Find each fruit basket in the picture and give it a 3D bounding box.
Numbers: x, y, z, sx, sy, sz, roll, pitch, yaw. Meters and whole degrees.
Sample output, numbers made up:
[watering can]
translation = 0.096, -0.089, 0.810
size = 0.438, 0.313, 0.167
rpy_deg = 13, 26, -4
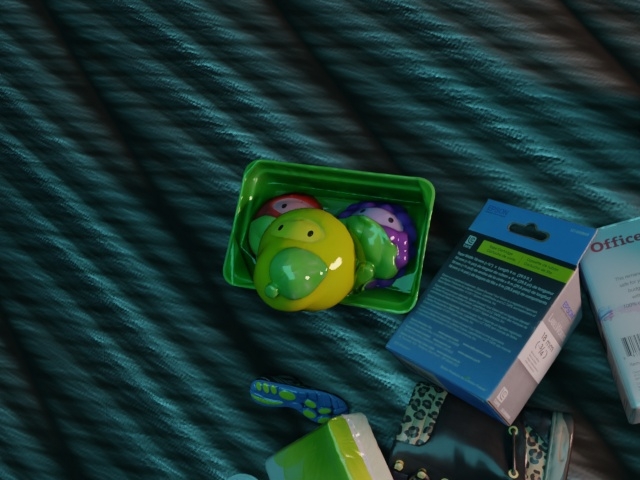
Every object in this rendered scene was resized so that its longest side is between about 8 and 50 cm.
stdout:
[fruit basket]
translation = 0.000, 0.000, 1.354
size = 0.392, 0.392, 0.282
rpy_deg = 8, 80, 18

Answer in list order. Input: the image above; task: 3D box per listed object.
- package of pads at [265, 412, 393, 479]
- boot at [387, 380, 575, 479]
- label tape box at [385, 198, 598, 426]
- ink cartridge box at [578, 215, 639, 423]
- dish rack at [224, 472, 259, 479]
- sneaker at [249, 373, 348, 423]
[package of pads]
translation = 0.037, 0.470, 1.324
size = 0.229, 0.101, 0.296
rpy_deg = -41, 65, 43
[boot]
translation = 0.249, 0.435, 1.298
size = 0.284, 0.138, 0.377
rpy_deg = 15, 78, 18
[label tape box]
translation = 0.304, 0.112, 1.314
size = 0.333, 0.106, 0.241
rpy_deg = -53, 39, -11
[ink cartridge box]
translation = 0.565, 0.118, 1.253
size = 0.226, 0.131, 0.306
rpy_deg = -15, 59, 12
[dish rack]
translation = -0.172, 0.632, 1.415
size = 0.286, 0.072, 0.332
rpy_deg = -35, 69, 7
[sneaker]
translation = -0.037, 0.288, 1.452
size = 0.188, 0.078, 0.067
rpy_deg = 15, 111, 6
